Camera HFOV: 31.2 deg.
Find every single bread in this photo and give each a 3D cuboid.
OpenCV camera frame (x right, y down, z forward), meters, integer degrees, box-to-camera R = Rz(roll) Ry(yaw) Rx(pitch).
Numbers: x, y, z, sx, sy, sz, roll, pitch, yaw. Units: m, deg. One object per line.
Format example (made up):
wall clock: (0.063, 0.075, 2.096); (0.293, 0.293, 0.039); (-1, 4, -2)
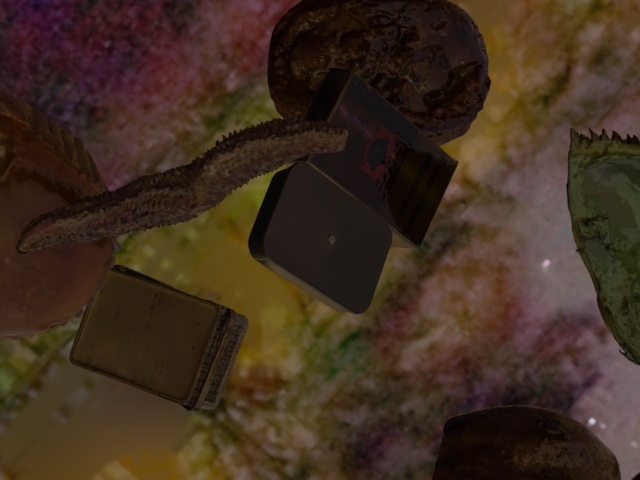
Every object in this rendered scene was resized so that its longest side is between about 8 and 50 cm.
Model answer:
bread: (-0.272, -0.031, 0.837); (0.179, 0.250, 0.133); (-53, -153, 8)

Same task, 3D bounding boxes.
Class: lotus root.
lotus root: (0.316, 0.347, 1.772); (0.193, 0.291, 0.193); (6, 90, -88)

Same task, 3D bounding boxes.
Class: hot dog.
hot dog: (0.105, -0.286, 1.942); (0.174, 0.388, 0.266); (-148, -117, -79)

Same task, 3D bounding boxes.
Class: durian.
durian: (0.453, 0.017, 1.592); (0.163, 0.394, 0.198); (-14, -176, 31)

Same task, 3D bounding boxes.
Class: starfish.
starfish: (-0.094, -0.030, 0.708); (0.227, 0.043, 0.240); (-22, -179, 36)

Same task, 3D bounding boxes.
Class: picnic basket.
picnic basket: (-0.169, 0.103, 1.205); (0.115, 0.164, 0.079); (-69, 158, -5)

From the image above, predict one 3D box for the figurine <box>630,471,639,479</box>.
figurine: (0.344, 0.242, 0.775); (0.248, 0.203, 0.380); (-22, -159, 7)

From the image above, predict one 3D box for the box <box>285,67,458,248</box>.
box: (0.075, -0.113, 1.622); (0.071, 0.240, 0.159); (8, -114, 54)

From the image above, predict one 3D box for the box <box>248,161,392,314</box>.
box: (0.000, 0.000, 0.951); (0.031, 0.126, 0.091); (-6, -121, 49)
